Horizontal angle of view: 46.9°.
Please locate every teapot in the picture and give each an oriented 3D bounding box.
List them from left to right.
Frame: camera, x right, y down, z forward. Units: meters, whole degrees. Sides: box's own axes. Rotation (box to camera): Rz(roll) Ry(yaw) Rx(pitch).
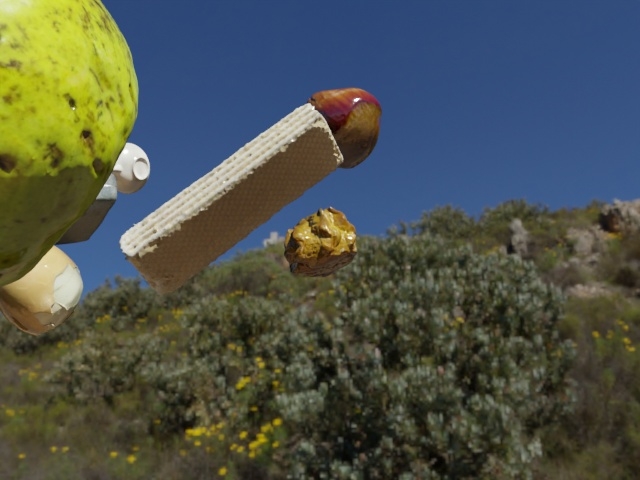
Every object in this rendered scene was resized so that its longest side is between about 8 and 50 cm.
[{"bbox_3d":[-0.551,-0.206,2.099,0.092,0.145,0.226,-1,3,28],"label":"teapot"}]

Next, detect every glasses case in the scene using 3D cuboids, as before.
[{"bbox_3d":[-0.489,-0.058,1.425,0.131,0.074,0.323,-5,-12,-28],"label":"glasses case"}]

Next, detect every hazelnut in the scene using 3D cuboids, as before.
[{"bbox_3d":[0.056,-0.309,1.998,0.229,0.230,0.229,-1,-21,-1],"label":"hazelnut"}]

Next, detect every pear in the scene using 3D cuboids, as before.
[{"bbox_3d":[-0.383,-0.138,0.688,0.391,0.391,0.391,-1,-21,-1],"label":"pear"}]

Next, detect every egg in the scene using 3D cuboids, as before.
[{"bbox_3d":[-0.682,0.104,1.763,0.201,0.244,0.201,-44,-6,-6],"label":"egg"}]

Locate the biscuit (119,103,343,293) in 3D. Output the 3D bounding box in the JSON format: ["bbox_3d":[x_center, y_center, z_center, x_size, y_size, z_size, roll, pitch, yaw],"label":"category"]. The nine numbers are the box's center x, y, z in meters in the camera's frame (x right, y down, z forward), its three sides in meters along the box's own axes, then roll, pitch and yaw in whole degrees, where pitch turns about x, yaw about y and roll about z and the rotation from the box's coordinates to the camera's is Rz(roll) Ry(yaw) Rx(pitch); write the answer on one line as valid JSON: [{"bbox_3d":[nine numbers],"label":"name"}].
[{"bbox_3d":[-0.154,-0.071,1.329,0.426,0.078,0.144,-36,-42,-7],"label":"biscuit"}]

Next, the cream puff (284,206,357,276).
[{"bbox_3d":[0.000,0.000,1.082,0.116,0.094,0.122,-33,-24,34],"label":"cream puff"}]
